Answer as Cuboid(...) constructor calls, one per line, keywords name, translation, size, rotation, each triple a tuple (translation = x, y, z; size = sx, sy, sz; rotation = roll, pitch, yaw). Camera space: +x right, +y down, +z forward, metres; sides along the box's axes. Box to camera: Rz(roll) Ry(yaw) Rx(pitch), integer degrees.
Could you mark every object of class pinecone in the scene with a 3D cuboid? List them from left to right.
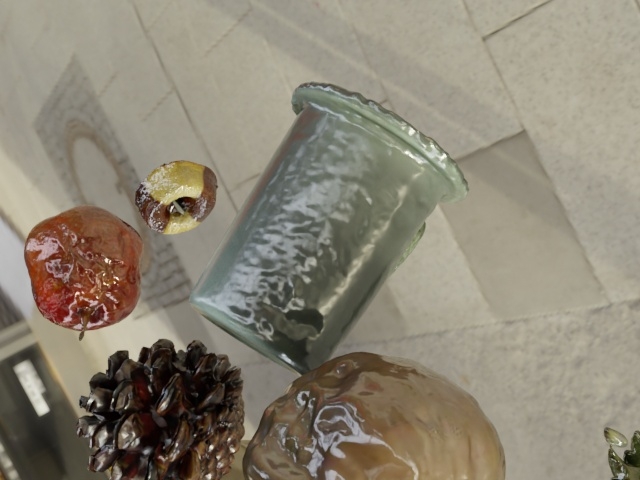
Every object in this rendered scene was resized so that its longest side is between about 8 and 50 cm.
Cuboid(name="pinecone", translation=(-0.191, 0.219, 1.193), size=(0.221, 0.221, 0.221), rotation=(41, 146, 35))

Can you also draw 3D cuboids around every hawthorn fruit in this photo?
Cuboid(name="hawthorn fruit", translation=(-0.383, 0.072, 1.643), size=(0.207, 0.207, 0.243), rotation=(95, 168, -47))

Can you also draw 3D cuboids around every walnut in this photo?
Cuboid(name="walnut", translation=(0.049, 0.236, 0.946), size=(0.227, 0.273, 0.273), rotation=(44, 161, -27))

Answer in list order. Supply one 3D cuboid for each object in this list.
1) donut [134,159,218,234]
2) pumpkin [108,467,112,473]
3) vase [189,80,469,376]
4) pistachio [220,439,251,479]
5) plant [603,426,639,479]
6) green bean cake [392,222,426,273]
Cuboid(name="donut", translation=(-0.296, -0.082, 2.065), size=(0.184, 0.166, 0.073), rotation=(-36, 49, 23))
Cuboid(name="pumpkin", translation=(-0.264, 0.281, 1.294), size=(0.101, 0.035, 0.073), rotation=(-132, 25, -74))
Cuboid(name="vase", translation=(0.000, 0.000, 1.150), size=(0.245, 0.291, 0.245), rotation=(30, 169, 7))
Cuboid(name="pistachio", translation=(-0.162, 0.473, 1.369), size=(0.365, 0.445, 0.281), rotation=(41, -175, 25))
Cuboid(name="plant", translation=(0.527, 0.408, 1.587), size=(0.333, 0.251, 0.180), rotation=(96, 166, -56))
Cuboid(name="green bean cake", translation=(0.078, 0.025, 1.789), size=(0.125, 0.227, 0.222), rotation=(40, 133, 3))
